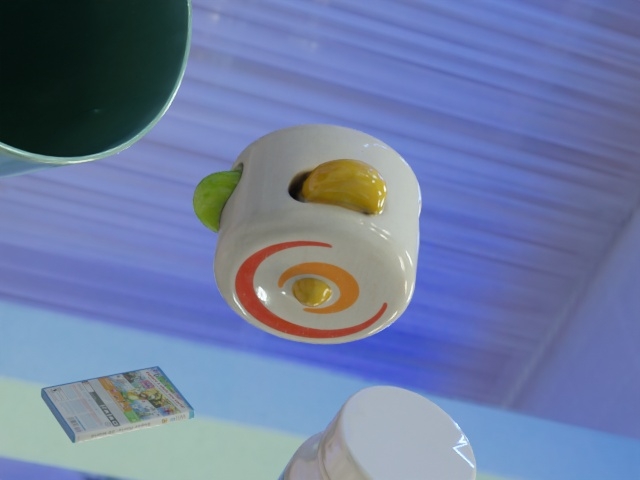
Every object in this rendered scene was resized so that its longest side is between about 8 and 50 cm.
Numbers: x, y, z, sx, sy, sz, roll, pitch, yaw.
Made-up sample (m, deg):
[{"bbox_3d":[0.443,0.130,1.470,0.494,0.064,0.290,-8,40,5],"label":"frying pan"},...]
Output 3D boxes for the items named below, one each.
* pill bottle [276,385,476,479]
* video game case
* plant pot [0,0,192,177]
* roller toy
[{"bbox_3d":[0.025,0.348,1.828,0.204,0.204,0.361,-97,-150,-46],"label":"pill bottle"},{"bbox_3d":[-0.262,0.210,2.019,0.119,0.166,0.015,41,-47,50],"label":"video game case"},{"bbox_3d":[-0.288,-0.176,1.235,0.235,0.293,0.293,-16,-120,44],"label":"plant pot"},{"bbox_3d":[0.000,0.000,1.467,0.209,0.191,0.146,-20,-137,28],"label":"roller toy"}]
